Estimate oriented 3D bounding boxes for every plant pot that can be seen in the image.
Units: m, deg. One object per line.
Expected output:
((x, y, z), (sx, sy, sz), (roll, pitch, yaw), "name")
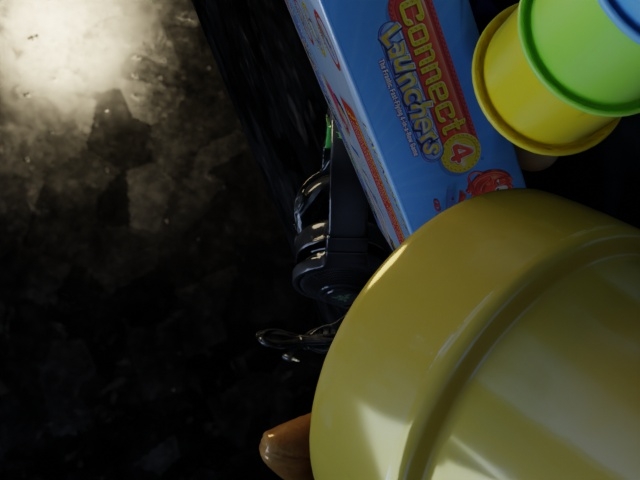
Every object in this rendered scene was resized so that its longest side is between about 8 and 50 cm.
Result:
((0.161, 0.125, 0.400), (0.239, 0.254, 0.254), (31, 146, 49), "plant pot")

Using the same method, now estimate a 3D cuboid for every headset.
((0.000, 0.000, 1.018), (0.243, 0.185, 0.394), (-91, 2, -56), "headset")

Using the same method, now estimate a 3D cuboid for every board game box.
((0.064, -0.104, 0.620), (0.302, 0.086, 0.308), (-111, -3, -66), "board game box")

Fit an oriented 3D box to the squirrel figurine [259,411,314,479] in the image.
((0.186, 0.280, 0.716), (0.397, 0.281, 0.370), (56, 168, -31), "squirrel figurine")

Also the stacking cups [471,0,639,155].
((0.151, -0.111, 0.276), (0.316, 0.096, 0.096), (137, 110, -80), "stacking cups")

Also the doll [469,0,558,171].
((0.123, -0.132, 0.544), (0.129, 0.046, 0.189), (72, 175, -69), "doll")
